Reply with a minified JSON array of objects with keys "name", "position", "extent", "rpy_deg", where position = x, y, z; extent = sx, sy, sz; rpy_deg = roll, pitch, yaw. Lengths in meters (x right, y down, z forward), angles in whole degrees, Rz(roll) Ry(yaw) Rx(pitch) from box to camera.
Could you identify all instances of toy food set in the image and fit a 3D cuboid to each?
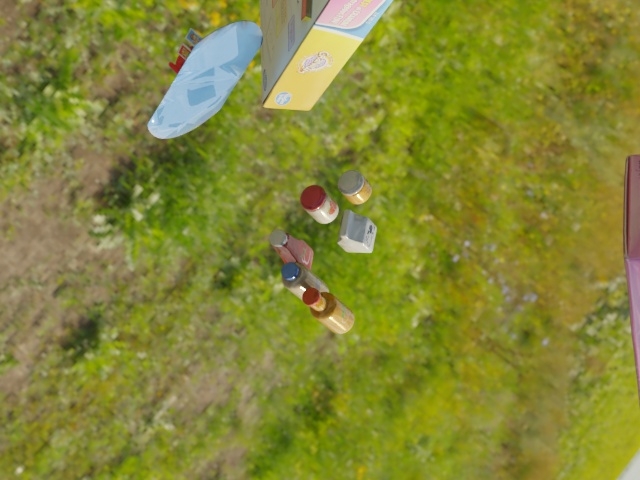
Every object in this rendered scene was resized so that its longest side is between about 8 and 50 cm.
[{"name":"toy food set","position":[0.000,0.000,1.498],"extent":[0.104,0.111,0.232],"rpy_deg":[43,54,-56]}]

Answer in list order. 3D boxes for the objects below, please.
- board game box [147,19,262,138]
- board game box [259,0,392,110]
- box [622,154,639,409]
[{"name":"board game box","position":[-0.136,-0.188,1.227],"extent":[0.169,0.033,0.133],"rpy_deg":[-53,164,29]},{"name":"board game box","position":[0.001,-0.319,1.238],"extent":[0.064,0.242,0.316],"rpy_deg":[3,163,-18]},{"name":"box","position":[0.359,0.046,0.826],"extent":[0.117,0.243,0.214],"rpy_deg":[-74,154,-44]}]
